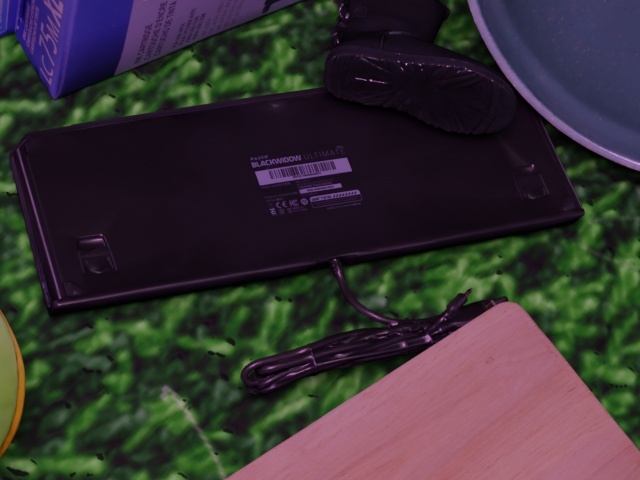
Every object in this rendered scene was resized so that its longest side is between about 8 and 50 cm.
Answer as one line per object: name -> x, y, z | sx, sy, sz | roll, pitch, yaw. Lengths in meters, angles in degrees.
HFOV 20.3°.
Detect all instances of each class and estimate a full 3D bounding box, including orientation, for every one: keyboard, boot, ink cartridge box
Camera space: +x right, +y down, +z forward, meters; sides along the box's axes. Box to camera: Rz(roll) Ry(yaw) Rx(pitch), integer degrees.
keyboard -> 0.000, 0.000, 1.003 | 0.317, 0.033, 0.201 | -10, 58, -17
boot -> 0.060, -0.113, 1.053 | 0.121, 0.045, 0.099 | 13, 37, 2
ink cartridge box -> -0.061, -0.180, 0.995 | 0.311, 0.186, 0.065 | -23, 71, -22

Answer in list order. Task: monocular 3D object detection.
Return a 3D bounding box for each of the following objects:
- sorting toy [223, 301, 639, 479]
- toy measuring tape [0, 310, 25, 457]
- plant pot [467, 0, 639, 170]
sorting toy -> 0.067, 0.203, 0.876 | 0.257, 0.089, 0.255 | -31, 73, -25
toy measuring tape -> -0.172, 0.118, 0.845 | 0.121, 0.121, 0.330 | -23, 69, -23
plant pot -> 0.245, -0.204, 1.050 | 0.293, 0.293, 0.196 | 30, 31, 4
